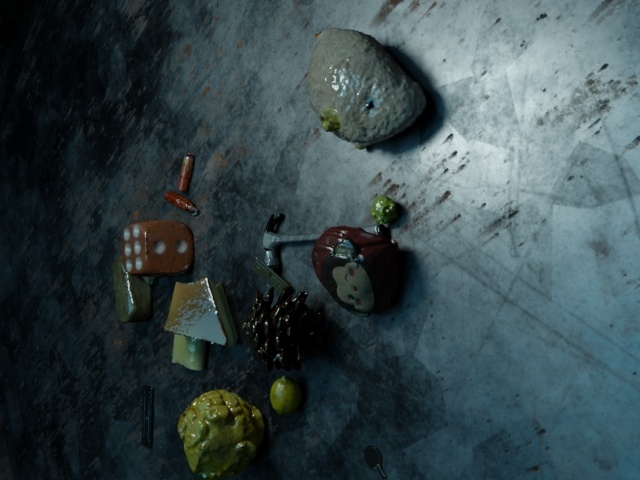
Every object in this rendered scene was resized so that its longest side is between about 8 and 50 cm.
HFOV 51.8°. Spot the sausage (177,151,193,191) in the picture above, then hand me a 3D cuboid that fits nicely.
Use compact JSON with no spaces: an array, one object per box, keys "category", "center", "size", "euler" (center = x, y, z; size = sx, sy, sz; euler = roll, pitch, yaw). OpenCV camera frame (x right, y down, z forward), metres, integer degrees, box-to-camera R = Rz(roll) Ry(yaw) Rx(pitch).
[{"category":"sausage","center":[-0.437,-0.224,2.143],"size":[0.034,0.034,0.130],"euler":[25,106,43]}]

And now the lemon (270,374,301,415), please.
[{"category":"lemon","center":[-0.091,0.404,1.730],"size":[0.082,0.082,0.111],"euler":[16,106,44]}]

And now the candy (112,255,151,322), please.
[{"category":"candy","center":[-0.652,0.168,2.286],"size":[0.102,0.104,0.234],"euler":[-28,69,35]}]

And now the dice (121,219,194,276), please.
[{"category":"dice","center":[-0.525,0.026,2.117],"size":[0.173,0.179,0.175],"euler":[-7,80,44]}]

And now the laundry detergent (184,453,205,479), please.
[{"category":"laundry detergent","center":[-0.325,0.620,1.966],"size":[0.137,0.063,0.211],"euler":[45,116,32]}]

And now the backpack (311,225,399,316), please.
[{"category":"backpack","center":[0.075,0.060,1.534],"size":[0.229,0.139,0.229],"euler":[27,137,29]}]

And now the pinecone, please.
[{"category":"pinecone","center":[-0.090,0.224,1.668],"size":[0.201,0.202,0.229],"euler":[-20,51,18]}]

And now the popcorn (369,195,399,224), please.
[{"category":"popcorn","center":[0.147,-0.075,1.541],"size":[0.083,0.059,0.068],"euler":[14,128,67]}]

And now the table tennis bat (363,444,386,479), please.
[{"category":"table tennis bat","center":[0.130,0.524,1.555],"size":[0.050,0.007,0.083],"euler":[-54,52,27]}]

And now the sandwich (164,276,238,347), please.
[{"category":"sandwich","center":[-0.329,0.207,1.943],"size":[0.219,0.108,0.186],"euler":[10,81,23]}]

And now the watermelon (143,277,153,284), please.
[{"category":"watermelon","center":[-0.597,0.055,2.254],"size":[0.101,0.080,0.155],"euler":[-53,32,43]}]

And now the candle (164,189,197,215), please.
[{"category":"candle","center":[-0.452,-0.118,2.142],"size":[0.162,0.053,0.048],"euler":[26,111,40]}]

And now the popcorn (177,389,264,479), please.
[{"category":"popcorn","center":[-0.270,0.532,1.817],"size":[0.190,0.250,0.250],"euler":[-115,42,-70]}]

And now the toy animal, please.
[{"category":"toy animal","center":[0.072,-0.359,1.539],"size":[0.226,0.188,0.358],"euler":[-49,55,24]}]

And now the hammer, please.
[{"category":"hammer","center":[-0.001,0.000,1.695],"size":[0.426,0.044,0.152],"euler":[-1,86,44]}]

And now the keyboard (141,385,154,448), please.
[{"category":"keyboard","center":[-0.594,0.605,2.265],"size":[0.061,0.013,0.205],"euler":[-1,87,45]}]

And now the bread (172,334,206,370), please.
[{"category":"bread","center":[-0.408,0.308,2.064],"size":[0.139,0.060,0.179],"euler":[8,93,44]}]

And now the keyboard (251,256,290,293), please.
[{"category":"keyboard","center":[-0.134,0.102,1.797],"size":[0.129,0.015,0.049],"euler":[40,137,10]}]
